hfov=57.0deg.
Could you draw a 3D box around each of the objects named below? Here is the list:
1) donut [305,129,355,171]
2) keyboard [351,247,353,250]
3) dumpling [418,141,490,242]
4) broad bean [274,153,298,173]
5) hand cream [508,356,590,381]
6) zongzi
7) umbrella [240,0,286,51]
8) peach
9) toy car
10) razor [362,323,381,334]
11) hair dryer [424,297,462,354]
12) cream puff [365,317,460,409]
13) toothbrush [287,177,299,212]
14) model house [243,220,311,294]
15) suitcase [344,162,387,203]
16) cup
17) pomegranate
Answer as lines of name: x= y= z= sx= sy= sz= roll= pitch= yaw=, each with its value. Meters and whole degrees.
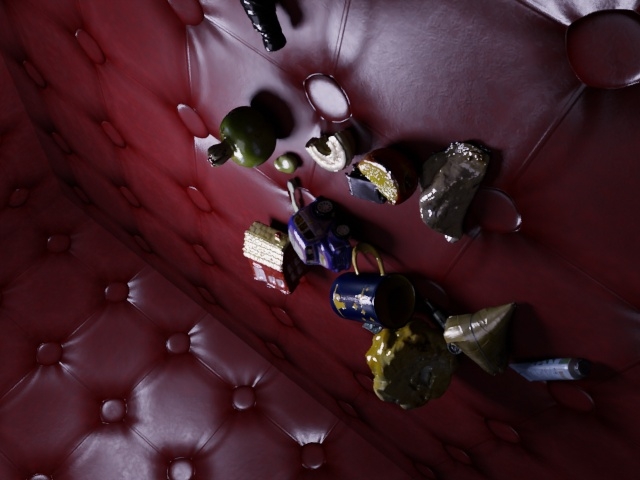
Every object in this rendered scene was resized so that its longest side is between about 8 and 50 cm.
donut: x=0.040 y=-0.242 z=1.584 sx=0.166 sy=0.065 sz=0.108 roll=-7 pitch=125 yaw=55
keyboard: x=0.025 y=0.006 z=1.969 sx=0.176 sy=0.055 sz=0.014 roll=28 pitch=139 yaw=27
dumpling: x=0.291 y=-0.114 z=1.423 sx=0.166 sy=0.086 sz=0.332 roll=29 pitch=146 yaw=19
broad bean: x=-0.103 y=-0.235 z=1.809 sx=0.083 sy=0.045 sz=0.063 roll=4 pitch=123 yaw=39
hand cream: x=0.648 y=0.367 z=1.671 sx=0.091 sy=0.058 sz=0.271 roll=33 pitch=157 yaw=-8
zongzi: x=0.517 y=0.274 z=1.689 sx=0.228 sy=0.115 sz=0.256 roll=39 pitch=132 yaw=-20
umbrella: x=-0.181 y=-0.591 z=1.329 sx=0.106 sy=0.113 sz=0.358 roll=-6 pitch=129 yaw=28
peach: x=0.176 y=-0.171 z=1.478 sx=0.172 sy=0.092 sz=0.127 roll=41 pitch=157 yaw=43
toy car: x=0.000 y=0.000 z=1.844 sx=0.235 sy=0.158 sz=0.172 roll=54 pitch=160 yaw=32
razor: x=0.192 y=0.285 z=2.171 sx=0.068 sy=0.040 sz=0.135 roll=28 pitch=144 yaw=25
hair dryer: x=0.386 y=0.261 z=1.837 sx=0.057 sy=0.100 sz=0.198 roll=-45 pitch=74 yaw=24
cream puff: x=0.282 y=0.382 z=1.965 sx=0.324 sy=0.291 sz=0.257 roll=27 pitch=-172 yaw=-26
toothbrush: x=-0.077 y=-0.103 z=1.975 sx=0.026 sy=0.028 sz=0.294 roll=29 pitch=150 yaw=27
model house: x=-0.165 y=0.041 z=2.158 sx=0.196 sy=0.160 sz=0.254 roll=25 pitch=146 yaw=30
suitcase: x=0.133 y=-0.153 z=1.600 sx=0.126 sy=0.059 sz=0.086 roll=19 pitch=145 yaw=34
cup: x=0.168 y=0.146 z=1.923 sx=0.178 sy=0.255 sz=0.256 roll=14 pitch=173 yaw=-34
pomegranate: x=-0.224 y=-0.282 z=1.728 sx=0.179 sy=0.211 sz=0.179 roll=27 pitch=172 yaw=4
